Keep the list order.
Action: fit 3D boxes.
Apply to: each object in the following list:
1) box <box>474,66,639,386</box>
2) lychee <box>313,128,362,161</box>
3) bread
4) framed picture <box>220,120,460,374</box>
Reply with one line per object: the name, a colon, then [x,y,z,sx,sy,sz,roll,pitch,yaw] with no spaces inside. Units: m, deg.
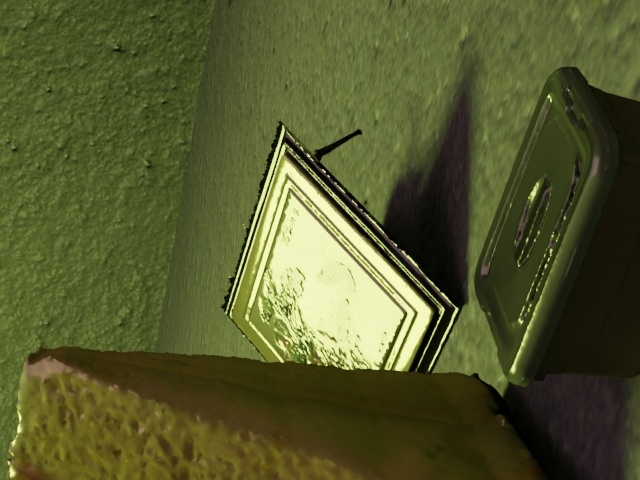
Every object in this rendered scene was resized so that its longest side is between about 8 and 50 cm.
box: [0.117,-0.002,0.569,0.089,0.062,0.122,-99,23,-58]
lychee: [-0.002,0.006,1.021,0.101,0.114,0.140,-29,87,33]
bread: [-0.030,0.160,0.660,0.163,0.264,0.167,-114,29,-73]
framed picture: [0.003,0.047,0.932,0.199,0.010,0.195,47,136,29]
